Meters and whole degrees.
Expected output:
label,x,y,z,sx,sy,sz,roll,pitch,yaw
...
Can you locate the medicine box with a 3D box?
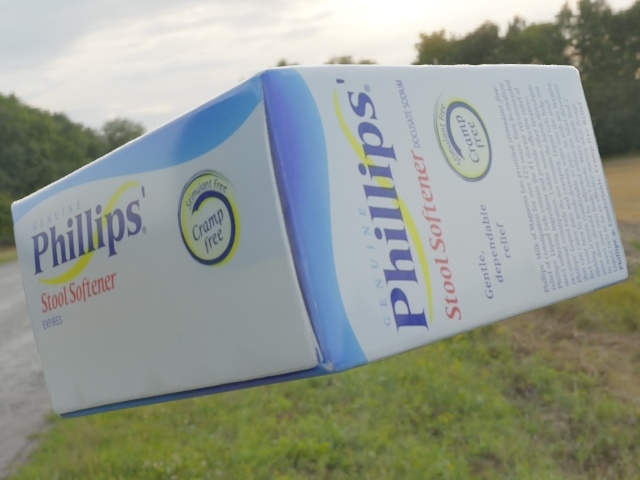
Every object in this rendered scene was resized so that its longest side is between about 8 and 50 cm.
label,x,y,z,sx,sy,sz,roll,pitch,yaw
medicine box,0.000,0.000,0.617,0.289,0.149,0.263,-11,-5,-44
